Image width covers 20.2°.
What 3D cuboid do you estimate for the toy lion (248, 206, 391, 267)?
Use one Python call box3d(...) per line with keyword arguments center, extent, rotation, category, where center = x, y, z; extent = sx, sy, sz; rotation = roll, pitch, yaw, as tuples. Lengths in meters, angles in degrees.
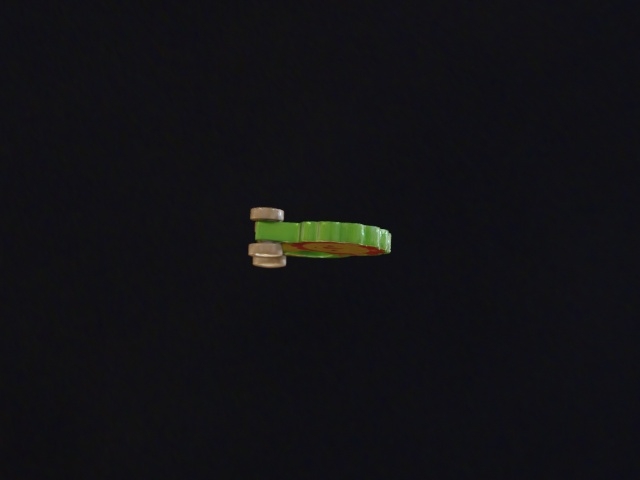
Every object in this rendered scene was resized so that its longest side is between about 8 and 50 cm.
box3d(center=(0.000, 0.000, 1.231), extent=(0.096, 0.100, 0.034), rotation=(3, -97, 1), category="toy lion")
